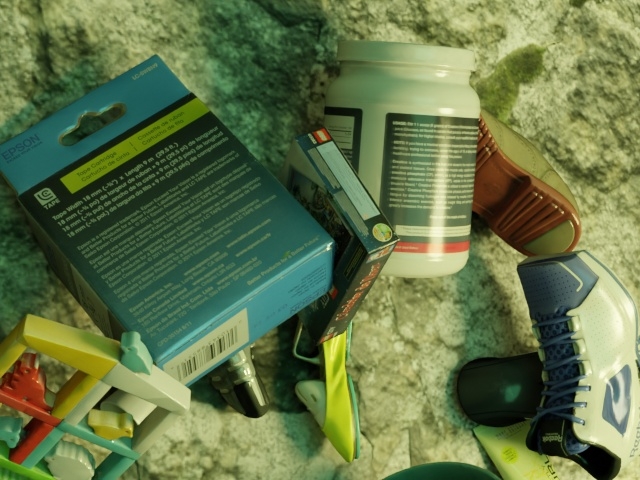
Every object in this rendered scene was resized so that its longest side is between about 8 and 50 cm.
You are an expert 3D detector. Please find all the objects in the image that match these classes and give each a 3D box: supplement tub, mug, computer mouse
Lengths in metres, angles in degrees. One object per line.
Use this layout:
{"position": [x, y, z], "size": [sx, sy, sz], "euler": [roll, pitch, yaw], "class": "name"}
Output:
{"position": [0.094, -0.099, 1.623], "size": [0.191, 0.191, 0.272], "euler": [1, 97, -30], "class": "supplement tub"}
{"position": [-0.209, 0.189, 1.525], "size": [0.062, 0.078, 0.064], "euler": [33, 55, 12], "class": "mug"}
{"position": [0.305, 0.162, 1.807], "size": [0.262, 0.060, 0.184], "euler": [6, 71, -25], "class": "computer mouse"}

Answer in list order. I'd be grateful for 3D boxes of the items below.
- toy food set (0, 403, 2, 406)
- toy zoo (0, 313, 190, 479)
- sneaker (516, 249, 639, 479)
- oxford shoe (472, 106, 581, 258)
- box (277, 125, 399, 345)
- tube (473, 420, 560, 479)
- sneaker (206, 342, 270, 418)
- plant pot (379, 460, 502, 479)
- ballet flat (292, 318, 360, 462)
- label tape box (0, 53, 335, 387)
{"position": [-0.389, 0.175, 1.434], "size": [0.083, 0.020, 0.083], "euler": [40, 66, -21], "class": "toy food set"}
{"position": [-0.268, 0.180, 1.368], "size": [0.192, 0.293, 0.030], "euler": [28, 35, -24], "class": "toy zoo"}
{"position": [0.333, 0.179, 1.709], "size": [0.182, 0.127, 0.316], "euler": [-35, 103, -40], "class": "sneaker"}
{"position": [0.206, -0.117, 1.784], "size": [0.348, 0.123, 0.130], "euler": [43, 28, -11], "class": "oxford shoe"}
{"position": [0.000, 0.000, 1.532], "size": [0.044, 0.233, 0.159], "euler": [-23, 70, -27], "class": "box"}
{"position": [0.294, 0.340, 1.783], "size": [0.240, 0.062, 0.070], "euler": [62, 18, 9], "class": "tube"}
{"position": [-0.092, 0.088, 1.582], "size": [0.132, 0.086, 0.229], "euler": [-35, 101, -31], "class": "sneaker"}
{"position": [0.153, 0.448, 1.575], "size": [0.293, 0.293, 0.235], "euler": [-50, 124, -25], "class": "plant pot"}
{"position": [0.005, 0.158, 1.644], "size": [0.077, 0.077, 0.231], "euler": [0, 81, -9], "class": "ballet flat"}
{"position": [-0.178, -0.020, 1.488], "size": [0.240, 0.106, 0.334], "euler": [-33, 64, -20], "class": "label tape box"}
